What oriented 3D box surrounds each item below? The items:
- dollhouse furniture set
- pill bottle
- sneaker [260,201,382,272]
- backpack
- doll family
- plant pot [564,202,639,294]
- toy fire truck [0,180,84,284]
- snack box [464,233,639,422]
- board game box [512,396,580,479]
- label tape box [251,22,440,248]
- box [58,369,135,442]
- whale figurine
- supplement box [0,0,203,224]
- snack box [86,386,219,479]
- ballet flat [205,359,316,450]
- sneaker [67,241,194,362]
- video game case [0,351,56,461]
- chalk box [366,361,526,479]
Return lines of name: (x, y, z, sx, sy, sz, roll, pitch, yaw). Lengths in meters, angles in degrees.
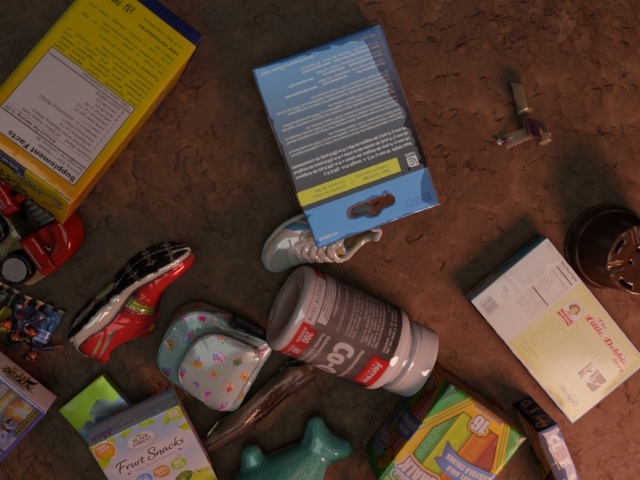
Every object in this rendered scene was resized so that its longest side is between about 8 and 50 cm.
dollhouse furniture set: (0.365, -0.228, 1.786, 0.081, 0.091, 0.114, -20, 74, 38)
pill bottle: (0.059, 0.171, 1.732, 0.283, 0.161, 0.161, 25, 96, -17)
sneaker: (0.000, 0.000, 1.734, 0.229, 0.092, 0.087, -27, 140, 1)
backpack: (-0.200, 0.206, 1.737, 0.188, 0.144, 0.165, 30, 100, -6)
doll family: (-0.554, 0.147, 1.729, 0.193, 0.076, 0.111, 26, 81, -6)
plant pot: (0.556, 0.024, 1.761, 0.167, 0.165, 0.166, -1, 99, -5)
toy fire truck: (-0.474, -0.074, 1.682, 0.246, 0.158, 0.217, -31, 100, 11)
snack box: (0.448, 0.168, 1.825, 0.187, 0.060, 0.322, -40, 100, 2)
board game box: (0.446, 0.433, 1.813, 0.042, 0.165, 0.243, -24, 100, -1)
label tape box: (0.043, -0.185, 1.711, 0.241, 0.106, 0.333, -19, 98, -2)
box: (-0.386, 0.344, 1.790, 0.109, 0.042, 0.178, -40, 99, 2)
whale figurine: (-0.059, 0.459, 1.785, 0.216, 0.141, 0.272, 43, 92, -9)
supplement box: (-0.384, -0.234, 1.569, 0.194, 0.195, 0.356, 38, 71, -9)
snack box: (-0.304, 0.394, 1.753, 0.175, 0.070, 0.207, -26, 119, -6)
ballet flat: (-0.119, 0.303, 1.796, 0.250, 0.084, 0.058, -38, 75, 1)
sneaker: (-0.329, 0.112, 1.747, 0.279, 0.107, 0.118, -40, 118, 5)
video game case: (-0.648, 0.297, 1.715, 0.244, 0.061, 0.269, 42, 111, -8)
chalk box: (0.207, 0.401, 1.780, 0.180, 0.179, 0.289, 34, 94, -8)
